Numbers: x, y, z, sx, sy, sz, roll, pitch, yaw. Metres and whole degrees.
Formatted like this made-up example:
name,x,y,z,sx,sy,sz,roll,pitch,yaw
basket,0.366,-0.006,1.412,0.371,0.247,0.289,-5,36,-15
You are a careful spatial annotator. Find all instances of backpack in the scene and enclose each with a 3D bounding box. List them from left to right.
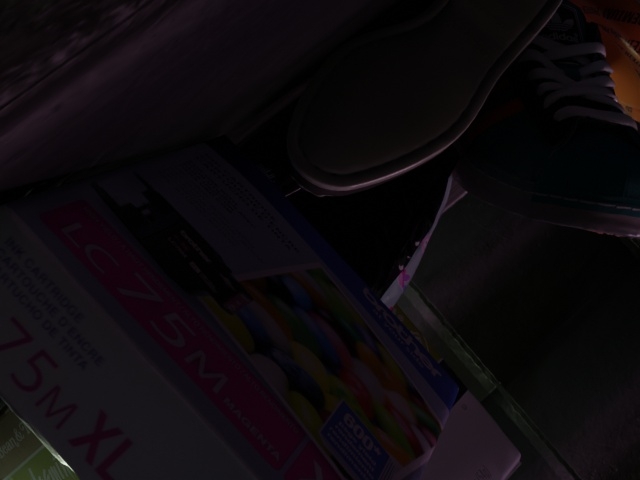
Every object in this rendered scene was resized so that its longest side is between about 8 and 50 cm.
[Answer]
name,x,y,z,sx,sy,sz,roll,pitch,yaw
backpack,0.000,-0.014,0.845,0.182,0.152,0.115,-53,-171,-23

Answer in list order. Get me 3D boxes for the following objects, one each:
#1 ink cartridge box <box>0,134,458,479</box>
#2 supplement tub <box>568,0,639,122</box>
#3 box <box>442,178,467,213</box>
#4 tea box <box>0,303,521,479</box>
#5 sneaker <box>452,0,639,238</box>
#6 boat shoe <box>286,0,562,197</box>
name,x,y,z,sx,sy,sz,roll,pitch,yaw
ink cartridge box,-0.030,0.045,0.602,0.065,0.186,0.311,-43,178,14
supplement tub,0.338,-0.247,1.067,0.316,0.193,0.193,-41,178,-4
box,0.105,-0.098,1.111,0.207,0.114,0.036,-41,179,26
tea box,-0.065,0.187,1.134,0.329,0.323,0.220,-40,179,-45
sneaker,0.140,-0.094,0.871,0.302,0.108,0.121,-127,-132,-63
boat shoe,0.059,-0.092,0.780,0.228,0.081,0.069,-42,175,-29
